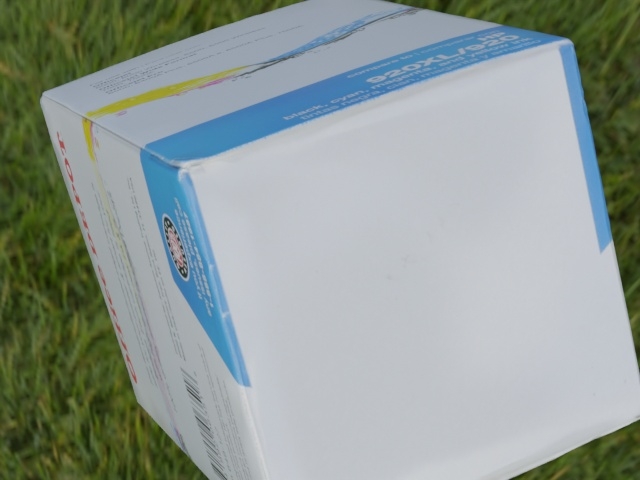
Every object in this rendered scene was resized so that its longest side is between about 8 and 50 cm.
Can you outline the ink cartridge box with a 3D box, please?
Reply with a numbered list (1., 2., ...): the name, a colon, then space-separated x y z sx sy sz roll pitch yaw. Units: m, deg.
1. ink cartridge box: 0.000 0.000 0.746 0.168 0.233 0.171 -21 109 -17
